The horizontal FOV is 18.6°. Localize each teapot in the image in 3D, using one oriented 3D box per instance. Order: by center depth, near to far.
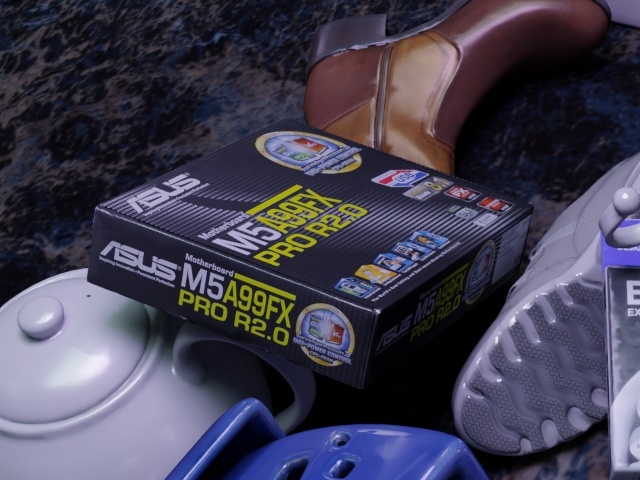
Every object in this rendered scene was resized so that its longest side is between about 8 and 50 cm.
[{"bbox_3d":[-0.161,0.109,1.406,0.256,0.187,0.252,-32,44,-10],"label":"teapot"}]

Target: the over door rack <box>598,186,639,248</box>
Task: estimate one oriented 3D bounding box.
[{"bbox_3d":[0.366,0.033,1.216,0.324,0.108,0.239,-13,63,-9],"label":"over door rack"}]

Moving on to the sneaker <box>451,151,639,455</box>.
[{"bbox_3d":[0.190,0.045,1.408,0.281,0.105,0.115,-47,14,-17],"label":"sneaker"}]

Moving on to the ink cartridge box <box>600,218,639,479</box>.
[{"bbox_3d":[0.289,0.068,1.283,0.206,0.045,0.208,2,59,1],"label":"ink cartridge box"}]

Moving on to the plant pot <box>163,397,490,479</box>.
[{"bbox_3d":[-0.012,0.249,1.180,0.212,0.236,0.236,15,55,42],"label":"plant pot"}]

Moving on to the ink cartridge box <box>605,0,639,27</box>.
[{"bbox_3d":[0.227,-0.268,1.637,0.203,0.148,0.086,18,55,35],"label":"ink cartridge box"}]

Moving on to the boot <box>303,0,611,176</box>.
[{"bbox_3d":[0.105,-0.078,1.547,0.264,0.096,0.280,-5,50,9],"label":"boot"}]

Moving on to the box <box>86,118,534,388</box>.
[{"bbox_3d":[0.000,0.000,1.371,0.216,0.060,0.270,21,25,22],"label":"box"}]
